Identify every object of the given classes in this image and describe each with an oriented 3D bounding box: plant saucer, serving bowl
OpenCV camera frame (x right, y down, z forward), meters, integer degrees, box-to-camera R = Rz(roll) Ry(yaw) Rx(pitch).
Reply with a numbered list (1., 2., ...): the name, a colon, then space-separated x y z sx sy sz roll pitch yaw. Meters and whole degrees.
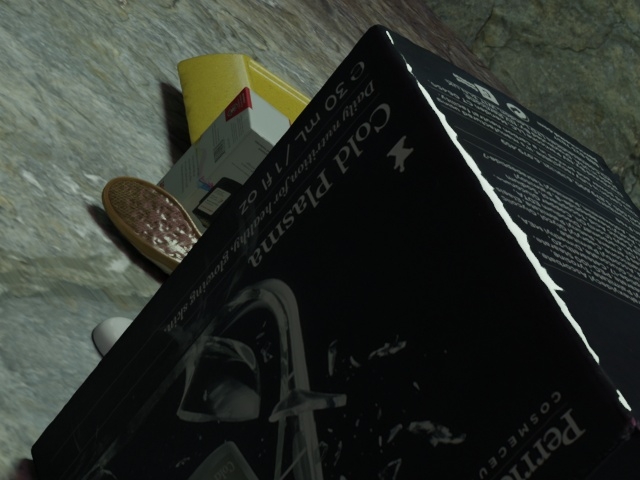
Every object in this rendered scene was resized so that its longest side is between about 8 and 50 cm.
1. plant saucer: -0.025 -0.114 2.387 0.332 0.081 0.333 32 20 -23
2. serving bowl: -0.180 0.102 1.761 0.083 0.027 0.083 36 17 -13

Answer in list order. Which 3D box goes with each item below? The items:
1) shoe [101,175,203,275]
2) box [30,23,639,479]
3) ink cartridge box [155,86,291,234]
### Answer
1. shoe: -0.156 0.014 1.990 0.219 0.058 0.076 39 55 3
2. box: 0.066 0.188 1.327 0.297 0.480 0.472 26 23 -35
3. ink cartridge box: -0.112 -0.073 2.076 0.072 0.175 0.127 37 18 -22
